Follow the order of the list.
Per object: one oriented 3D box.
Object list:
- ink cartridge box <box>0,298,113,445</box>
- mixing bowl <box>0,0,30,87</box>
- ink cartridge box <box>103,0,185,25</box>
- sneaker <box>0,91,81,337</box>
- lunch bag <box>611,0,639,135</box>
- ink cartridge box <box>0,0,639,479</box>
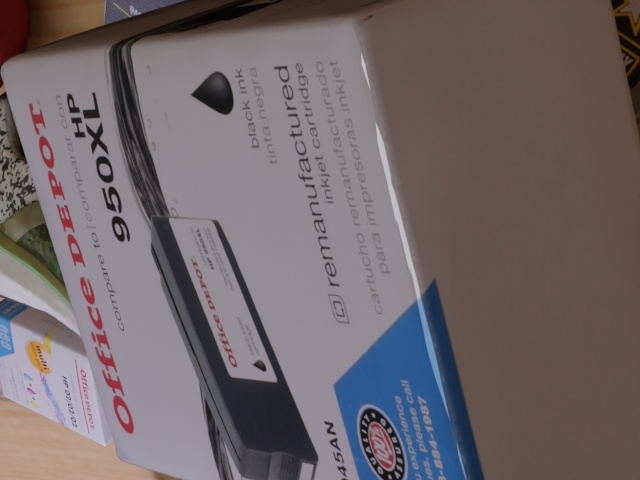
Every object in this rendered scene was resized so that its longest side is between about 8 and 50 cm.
[{"bbox_3d":[-0.225,0.120,1.644,0.181,0.061,0.104,19,129,35],"label":"ink cartridge box"},{"bbox_3d":[-0.312,-0.193,1.483,0.181,0.098,0.181,26,132,32],"label":"mixing bowl"},{"bbox_3d":[-0.035,-0.108,1.266,0.303,0.072,0.307,38,142,20],"label":"ink cartridge box"},{"bbox_3d":[-0.150,-0.010,1.424,0.410,0.158,0.182,23,122,30],"label":"sneaker"},{"bbox_3d":[0.185,-0.073,1.016,0.235,0.169,0.287,39,134,28],"label":"lunch bag"},{"bbox_3d":[0.000,0.000,1.011,0.395,0.166,0.285,3,112,56],"label":"ink cartridge box"}]
